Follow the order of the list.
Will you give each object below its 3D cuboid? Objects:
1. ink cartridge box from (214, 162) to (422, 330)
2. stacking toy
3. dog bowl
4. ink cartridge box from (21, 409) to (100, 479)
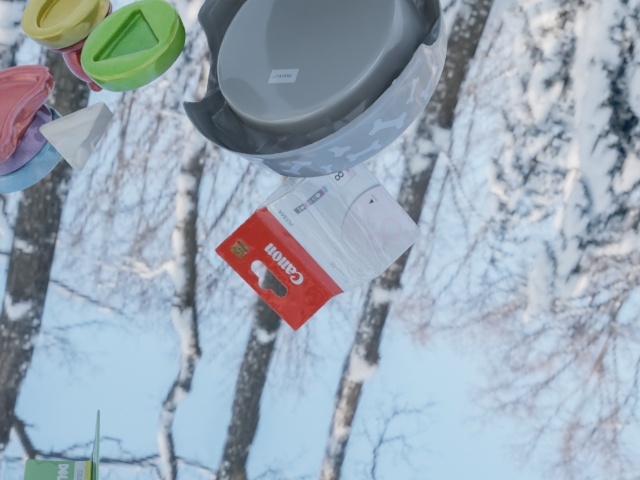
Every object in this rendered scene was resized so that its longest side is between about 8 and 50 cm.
[{"bbox_3d":[0.000,0.000,1.448,0.189,0.232,0.066,47,174,-24],"label":"ink cartridge box"},{"bbox_3d":[-0.292,-0.174,1.276,0.279,0.130,0.309,17,-115,34],"label":"stacking toy"},{"bbox_3d":[-0.003,-0.232,1.264,0.349,0.349,0.102,41,179,40],"label":"dog bowl"},{"bbox_3d":[-0.227,0.256,0.860,0.062,0.209,0.109,7,-157,-13],"label":"ink cartridge box"}]
